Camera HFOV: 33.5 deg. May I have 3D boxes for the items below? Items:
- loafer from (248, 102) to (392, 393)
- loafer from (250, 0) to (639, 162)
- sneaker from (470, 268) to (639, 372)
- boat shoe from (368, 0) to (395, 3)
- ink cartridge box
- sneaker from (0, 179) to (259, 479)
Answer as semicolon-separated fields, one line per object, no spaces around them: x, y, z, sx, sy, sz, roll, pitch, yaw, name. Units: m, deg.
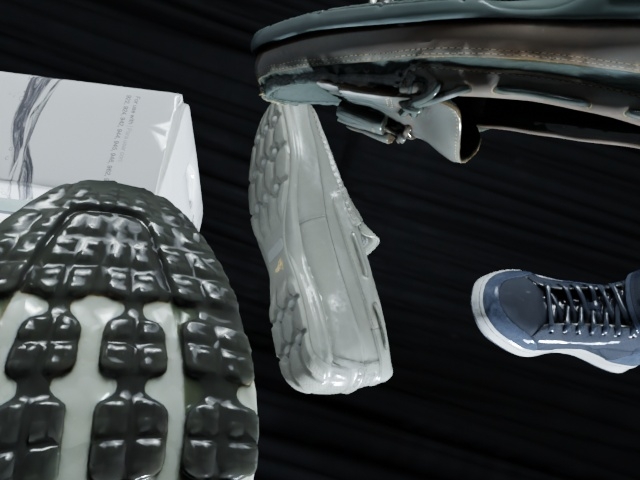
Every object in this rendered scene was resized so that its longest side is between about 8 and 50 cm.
0.000;0.000;1.073;0.112;0.111;0.319;-40;-127;54;loafer
0.084;-0.073;0.516;0.096;0.267;0.084;0;90;-64;loafer
0.262;0.054;0.957;0.163;0.226;0.086;-31;-127;50;sneaker
0.091;-0.223;1.310;0.228;0.068;0.081;78;21;-65;boat shoe
-0.253;-0.045;0.940;0.198;0.273;0.115;92;6;-60;ink cartridge box
-0.143;0.174;0.490;0.182;0.158;0.410;2;-98;65;sneaker
